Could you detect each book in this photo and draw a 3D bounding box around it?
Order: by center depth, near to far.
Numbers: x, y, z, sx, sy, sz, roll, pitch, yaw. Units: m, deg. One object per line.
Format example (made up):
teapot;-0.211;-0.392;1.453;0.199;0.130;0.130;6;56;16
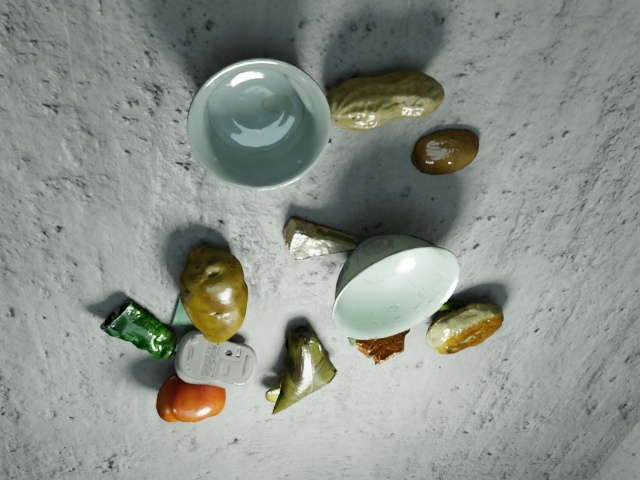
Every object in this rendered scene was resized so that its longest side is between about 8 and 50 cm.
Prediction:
book;-0.437;0.243;1.846;0.103;0.017;0.135;11;125;-20

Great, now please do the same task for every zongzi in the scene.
zongzi;-0.105;0.489;2.004;0.300;0.138;0.286;-36;129;-11

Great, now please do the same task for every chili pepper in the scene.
chili pepper;-0.580;0.315;1.824;0.136;0.099;0.270;-48;121;-6

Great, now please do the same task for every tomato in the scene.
tomato;-0.467;0.561;1.974;0.259;0.180;0.260;-8;173;-1

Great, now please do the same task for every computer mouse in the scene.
computer mouse;-0.368;0.421;1.919;0.296;0.184;0.121;14;163;-23

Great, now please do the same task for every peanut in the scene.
peanut;0.166;-0.363;1.415;0.313;0.149;0.149;-11;130;-5

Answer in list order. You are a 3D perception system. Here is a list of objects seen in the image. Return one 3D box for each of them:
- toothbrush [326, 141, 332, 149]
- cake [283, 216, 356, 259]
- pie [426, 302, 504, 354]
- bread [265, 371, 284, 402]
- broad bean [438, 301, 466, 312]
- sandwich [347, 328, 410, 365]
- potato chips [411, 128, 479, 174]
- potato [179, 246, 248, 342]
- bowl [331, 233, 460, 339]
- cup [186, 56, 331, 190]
toothbrush;-0.048;-0.220;1.561;0.194;0.017;0.014;-34;127;15
cake;-0.011;0.014;1.714;0.220;0.086;0.117;16;122;-24
pie;0.553;0.346;2.085;0.315;0.092;0.315;-14;145;-10
bread;-0.134;0.564;2.148;0.187;0.065;0.149;-17;123;-10
broad bean;0.439;0.234;2.024;0.256;0.053;0.052;17;164;-22
sandwich;0.227;0.371;2.031;0.235;0.159;0.079;-22;155;-23
potato chips;0.371;-0.254;1.613;0.201;0.049;0.150;-1;124;-5
potato;-0.332;0.186;1.734;0.195;0.176;0.369;-38;141;-37
bowl;0.211;0.109;1.754;0.434;0.196;0.435;-13;138;-12
cup;-0.156;-0.312;1.367;0.347;0.163;0.347;-6;129;-8
